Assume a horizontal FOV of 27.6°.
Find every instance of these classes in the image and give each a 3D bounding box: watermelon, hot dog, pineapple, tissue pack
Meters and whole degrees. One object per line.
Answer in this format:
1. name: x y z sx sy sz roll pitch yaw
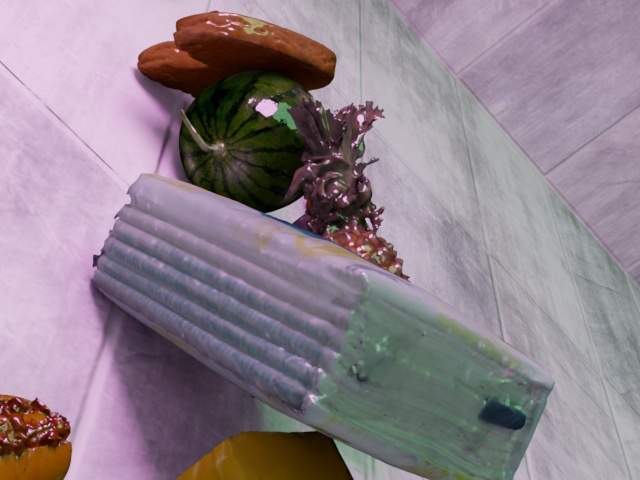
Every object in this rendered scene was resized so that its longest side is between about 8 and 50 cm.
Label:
1. watermelon: -0.089 -0.123 1.660 0.188 0.188 0.215 54 22 3
2. hot dog: -0.258 0.156 0.951 0.102 0.076 0.249 62 20 15
3. pineapple: 0.030 0.005 1.577 0.175 0.175 0.361 17 69 -60
4. tissue pack: -0.010 0.311 1.158 0.192 0.134 0.271 16 41 -61
5. tissue pack: -0.009 0.085 1.263 0.287 0.162 0.388 30 -4 -40

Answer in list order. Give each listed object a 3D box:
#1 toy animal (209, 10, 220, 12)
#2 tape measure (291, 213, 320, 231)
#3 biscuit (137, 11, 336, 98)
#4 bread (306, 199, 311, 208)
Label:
1. toy animal: -0.092 -0.239 2.046 0.230 0.066 0.224 34 26 -55
2. tape measure: 0.000 0.000 1.761 0.074 0.118 0.125 54 23 8
3. biscuit: -0.130 -0.245 1.715 0.262 0.277 0.052 13 78 -46
4. bread: 0.017 -0.064 1.963 0.053 0.085 0.085 48 18 -33
